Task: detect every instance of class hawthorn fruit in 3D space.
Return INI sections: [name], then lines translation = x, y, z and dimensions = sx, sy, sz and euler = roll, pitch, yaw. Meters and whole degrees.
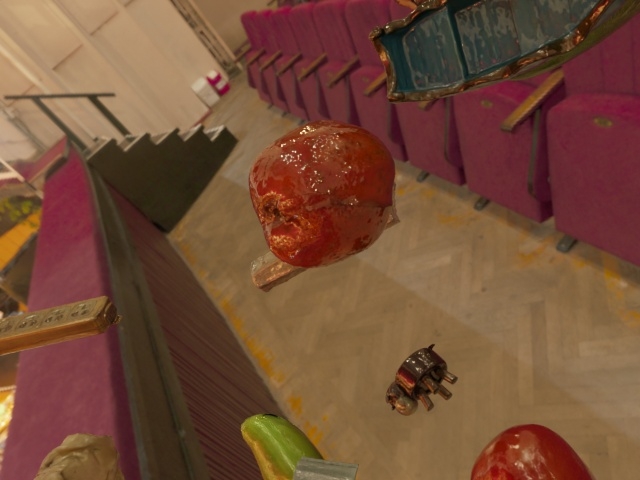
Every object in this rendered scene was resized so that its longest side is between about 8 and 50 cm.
[hawthorn fruit]
translation = 0.001, -0.035, 0.413
dimensions = 0.128, 0.128, 0.128
euler = -27, 33, 20

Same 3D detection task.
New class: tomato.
[tomato]
translation = 0.477, 0.543, 1.121
dimensions = 0.226, 0.299, 0.298
euler = -40, 27, -31

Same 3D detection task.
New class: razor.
[razor]
translation = 0.038, 0.458, 0.912
dimensions = 0.106, 0.232, 0.068
euler = -1, 50, 22

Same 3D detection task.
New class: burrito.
[burrito]
translation = -0.241, 0.384, 0.585
dimensions = 0.107, 0.348, 0.175
euler = -11, 25, 7

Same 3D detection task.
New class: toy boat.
[toy boat]
translation = 0.124, -0.150, 0.350
dimensions = 0.185, 0.075, 0.077
euler = -12, 7, 31

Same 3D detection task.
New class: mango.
[mango]
translation = -0.063, 0.426, 0.976
dimensions = 0.232, 0.111, 0.125
euler = 34, 107, 25

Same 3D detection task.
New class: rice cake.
[rice cake]
translation = 0.000, 0.000, 0.702
dimensions = 0.256, 0.052, 0.057
euler = -28, 60, 31

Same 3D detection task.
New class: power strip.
[power strip]
translation = -0.472, 0.146, 0.832
dimensions = 0.305, 0.044, 0.064
euler = -13, 30, 6

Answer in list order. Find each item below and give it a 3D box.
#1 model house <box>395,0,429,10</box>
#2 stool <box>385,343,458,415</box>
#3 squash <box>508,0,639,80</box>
[model house]
translation = 0.131, -0.438, 0.728
dimensions = 0.172, 0.183, 0.166
euler = -59, -19, 21
[stool]
translation = 0.243, 0.359, 1.256
dimensions = 0.121, 0.125, 0.217
euler = 46, 112, 38
[squash]
translation = 0.254, -0.232, 0.436
dimensions = 0.292, 0.082, 0.082
euler = -38, 30, -7
